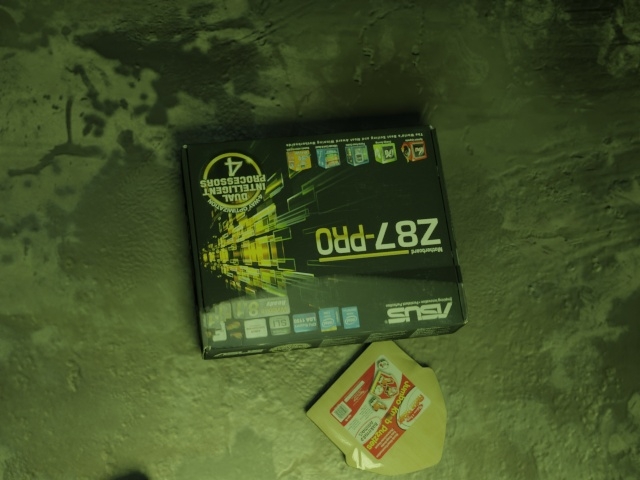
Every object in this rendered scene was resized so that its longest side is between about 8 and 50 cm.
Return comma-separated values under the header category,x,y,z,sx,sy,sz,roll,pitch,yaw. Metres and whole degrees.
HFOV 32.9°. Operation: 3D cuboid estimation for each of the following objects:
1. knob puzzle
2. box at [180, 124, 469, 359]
category,x,y,z,sx,sy,sz,roll,pitch,yaw
knob puzzle,0.104,0.266,1.627,0.213,0.030,0.213,2,78,-8
box,0.000,0.000,1.623,0.394,0.097,0.318,-4,75,-10
